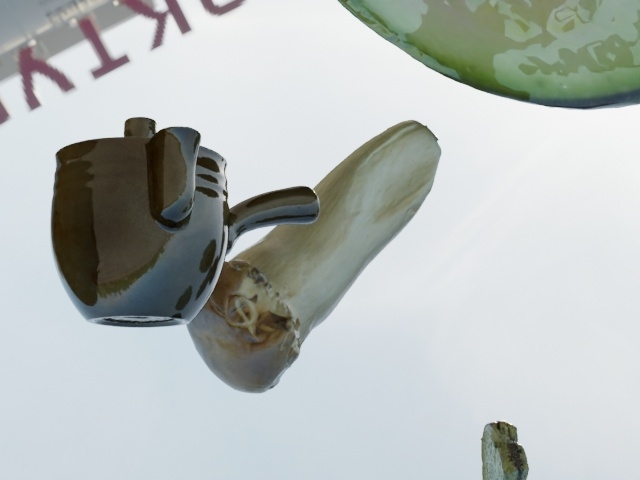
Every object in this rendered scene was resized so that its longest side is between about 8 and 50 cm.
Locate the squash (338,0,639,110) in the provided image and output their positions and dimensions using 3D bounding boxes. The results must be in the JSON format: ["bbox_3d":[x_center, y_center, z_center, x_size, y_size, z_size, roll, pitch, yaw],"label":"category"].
[{"bbox_3d":[0.166,-0.286,0.538,0.263,0.263,0.384,8,-123,45],"label":"squash"}]

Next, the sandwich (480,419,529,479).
[{"bbox_3d":[0.228,0.275,1.283,0.036,0.104,0.093,2,164,-9],"label":"sandwich"}]

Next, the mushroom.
[{"bbox_3d":[0.000,0.000,0.634,0.209,0.084,0.071,-45,-166,-31],"label":"mushroom"}]

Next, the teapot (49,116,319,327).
[{"bbox_3d":[-0.045,-0.008,0.396,0.110,0.080,0.085,6,167,-31],"label":"teapot"}]
